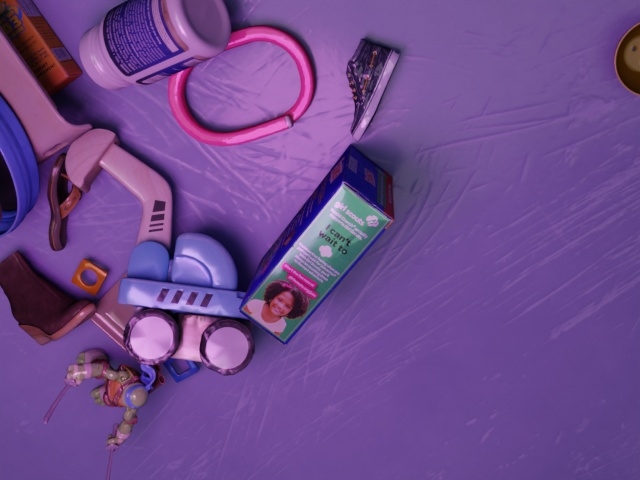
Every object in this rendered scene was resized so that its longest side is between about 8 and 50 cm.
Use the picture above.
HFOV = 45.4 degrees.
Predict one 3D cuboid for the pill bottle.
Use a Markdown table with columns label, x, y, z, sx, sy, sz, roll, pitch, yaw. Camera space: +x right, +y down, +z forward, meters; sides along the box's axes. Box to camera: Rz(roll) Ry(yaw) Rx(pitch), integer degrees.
| label | x | y | z | sx | sy | sz | roll | pitch | yaw |
| --- | --- | --- | --- | --- | --- | --- | --- | --- | --- |
| pill bottle | -0.307 | -0.373 | 1.402 | 0.264 | 0.153 | 0.153 | -13 | 107 | 32 |

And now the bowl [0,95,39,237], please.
| label | x | y | z | sx | sy | sz | roll | pitch | yaw |
| --- | --- | --- | --- | --- | --- | --- | --- | --- | --- |
| bowl | -0.716 | -0.187 | 1.515 | 0.391 | 0.077 | 0.391 | 19 | 132 | 23 |

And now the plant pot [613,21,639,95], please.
| label | x | y | z | sx | sy | sz | roll | pitch | yaw |
| --- | --- | --- | --- | --- | --- | --- | --- | --- | --- |
| plant pot | 0.575 | -0.323 | 1.338 | 0.134 | 0.095 | 0.134 | 3 | 109 | 9 |

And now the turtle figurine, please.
| label | x | y | z | sx | sy | sz | roll | pitch | yaw |
| --- | --- | --- | --- | --- | --- | --- | --- | --- | --- |
| turtle figurine | -0.479 | 0.340 | 1.619 | 0.198 | 0.266 | 0.275 | 35 | 79 | -24 |

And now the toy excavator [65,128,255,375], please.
| label | x | y | z | sx | sy | sz | roll | pitch | yaw |
| --- | --- | --- | --- | --- | --- | --- | --- | --- | --- |
| toy excavator | -0.311 | 0.024 | 1.545 | 0.433 | 0.222 | 0.445 | 8 | 82 | -6 |

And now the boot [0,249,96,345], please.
| label | x | y | z | sx | sy | sz | roll | pitch | yaw |
| --- | --- | --- | --- | --- | --- | --- | --- | --- | --- |
| boot | -0.603 | 0.114 | 1.644 | 0.248 | 0.090 | 0.207 | -25 | 100 | 40 |

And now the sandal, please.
| label | x | y | z | sx | sy | sz | roll | pitch | yaw |
| --- | --- | --- | --- | --- | --- | --- | --- | --- | --- |
| sandal | -0.530 | -0.077 | 1.599 | 0.060 | 0.090 | 0.219 | 8 | 109 | -3 |

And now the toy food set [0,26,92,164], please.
| label | x | y | z | sx | sy | sz | roll | pitch | yaw |
| --- | --- | --- | --- | --- | --- | --- | --- | --- | --- |
| toy food set | -0.584 | -0.303 | 1.460 | 0.219 | 0.092 | 0.306 | -20 | 110 | 41 |

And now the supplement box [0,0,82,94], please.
| label | x | y | z | sx | sy | sz | roll | pitch | yaw |
| --- | --- | --- | --- | --- | --- | --- | --- | --- | --- |
| supplement box | -0.576 | -0.403 | 1.501 | 0.078 | 0.080 | 0.233 | -31 | 99 | 15 |

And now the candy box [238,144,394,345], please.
| label | x | y | z | sx | sy | sz | roll | pitch | yaw |
| --- | --- | --- | --- | --- | --- | --- | --- | --- | --- |
| candy box | 0.000 | 0.000 | 1.445 | 0.122 | 0.268 | 0.317 | 35 | 110 | -8 |

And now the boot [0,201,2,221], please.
| label | x | y | z | sx | sy | sz | roll | pitch | yaw |
| --- | --- | --- | --- | --- | --- | --- | --- | --- | --- |
| boot | -0.763 | -0.059 | 1.491 | 0.377 | 0.138 | 0.284 | 36 | 135 | 13 |

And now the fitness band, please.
| label | x | y | z | sx | sy | sz | roll | pitch | yaw |
| --- | --- | --- | --- | --- | --- | --- | --- | --- | --- |
| fitness band | -0.154 | -0.297 | 1.484 | 0.291 | 0.054 | 0.209 | -15 | 105 | 12 |

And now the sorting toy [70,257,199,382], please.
| label | x | y | z | sx | sy | sz | roll | pitch | yaw |
| --- | --- | --- | --- | --- | --- | --- | --- | --- | --- |
| sorting toy | -0.381 | 0.153 | 1.677 | 0.347 | 0.047 | 0.196 | 44 | 105 | -7 |

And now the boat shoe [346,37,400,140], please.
| label | x | y | z | sx | sy | sz | roll | pitch | yaw |
| --- | --- | --- | --- | --- | --- | --- | --- | --- | --- |
| boat shoe | 0.078 | -0.286 | 1.450 | 0.083 | 0.065 | 0.183 | 24 | 105 | 3 |
